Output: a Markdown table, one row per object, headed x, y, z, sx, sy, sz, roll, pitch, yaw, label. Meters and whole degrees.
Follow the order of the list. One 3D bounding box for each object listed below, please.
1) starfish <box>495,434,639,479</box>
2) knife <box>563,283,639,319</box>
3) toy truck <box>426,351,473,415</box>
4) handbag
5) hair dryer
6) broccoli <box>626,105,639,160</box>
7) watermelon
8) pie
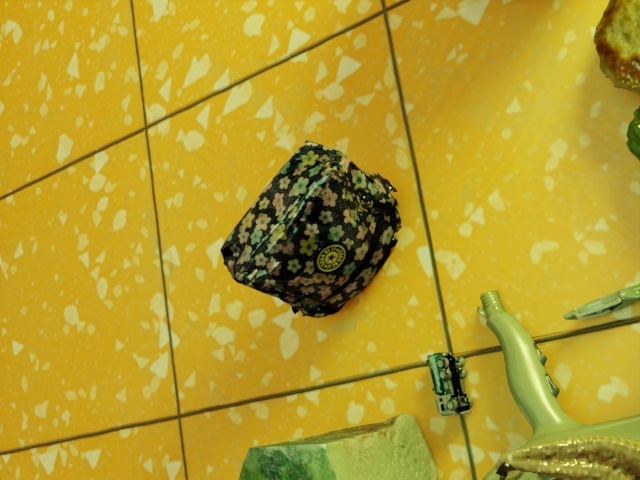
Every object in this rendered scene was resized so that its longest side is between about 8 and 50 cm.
| x | y | z | sx | sy | sz | roll | pitch | yaw | label |
| --- | --- | --- | --- | --- | --- | --- | --- | --- | --- |
| 0.397 | 0.255 | 0.818 | 0.384 | 0.132 | 0.398 | 40 | 118 | -1 | starfish |
| 0.363 | 0.058 | 0.971 | 0.184 | 0.026 | 0.022 | -25 | 77 | 28 | knife |
| 0.162 | 0.182 | 1.094 | 0.044 | 0.039 | 0.083 | -29 | 66 | 48 | toy truck |
| 0.000 | 0.000 | 1.134 | 0.229 | 0.207 | 0.127 | -53 | 44 | 12 | handbag |
| 0.315 | 0.181 | 0.959 | 0.295 | 0.119 | 0.298 | -9 | 66 | 29 | hair dryer |
| 0.436 | -0.064 | 0.868 | 0.198 | 0.177 | 0.275 | -30 | 51 | 27 | broccoli |
| 0.041 | 0.323 | 1.083 | 0.228 | 0.258 | 0.387 | 40 | 152 | 18 | watermelon |
| 0.402 | -0.237 | 0.940 | 0.205 | 0.084 | 0.179 | 16 | 94 | 39 | pie |
